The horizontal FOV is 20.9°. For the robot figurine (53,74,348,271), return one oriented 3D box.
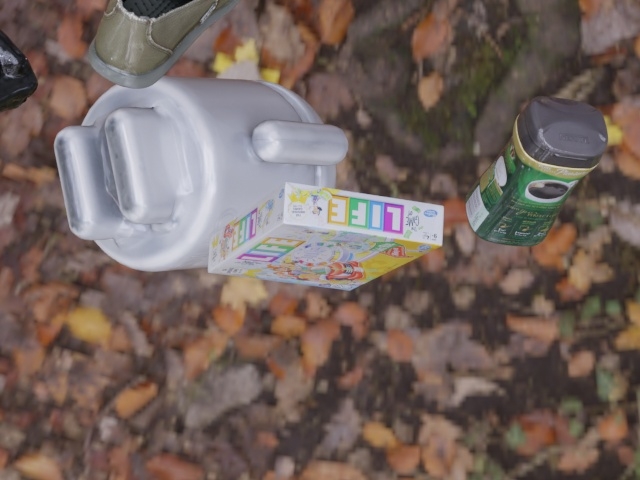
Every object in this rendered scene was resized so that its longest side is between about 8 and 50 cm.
[{"bbox_3d":[-0.119,-0.072,1.828,0.300,0.353,0.199,-11,86,36],"label":"robot figurine"}]

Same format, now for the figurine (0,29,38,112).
[{"bbox_3d":[-0.354,-0.066,1.407,0.092,0.209,0.215,46,147,-3],"label":"figurine"}]

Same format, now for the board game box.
[{"bbox_3d":[0.000,0.000,1.104,0.103,0.026,0.154,8,165,-19],"label":"board game box"}]

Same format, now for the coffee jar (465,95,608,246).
[{"bbox_3d":[0.230,-0.074,1.845,0.096,0.079,0.184,6,144,-19],"label":"coffee jar"}]

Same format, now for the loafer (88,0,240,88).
[{"bbox_3d":[-0.119,-0.240,1.557,0.094,0.251,0.087,27,143,2],"label":"loafer"}]
